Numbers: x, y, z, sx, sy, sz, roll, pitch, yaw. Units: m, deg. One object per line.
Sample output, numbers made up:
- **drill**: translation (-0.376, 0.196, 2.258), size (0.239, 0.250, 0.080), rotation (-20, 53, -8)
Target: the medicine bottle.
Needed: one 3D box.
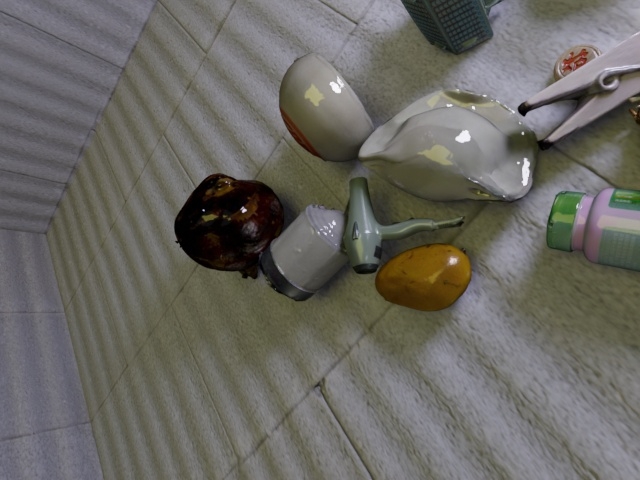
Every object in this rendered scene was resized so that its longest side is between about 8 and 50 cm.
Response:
- **medicine bottle**: translation (0.525, -0.013, 0.642), size (0.274, 0.133, 0.133), rotation (14, 91, 38)

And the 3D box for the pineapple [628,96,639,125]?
- **pineapple**: translation (0.591, -0.180, 0.611), size (0.186, 0.236, 0.114), rotation (40, 118, -5)

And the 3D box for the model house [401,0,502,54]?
- **model house**: translation (0.292, -0.570, 0.880), size (0.198, 0.224, 0.215), rotation (18, 89, 37)

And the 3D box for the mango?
- **mango**: translation (0.220, 0.086, 0.885), size (0.227, 0.109, 0.147), rotation (-20, 70, 36)

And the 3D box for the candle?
- **candle**: translation (0.000, 0.000, 1.032), size (0.330, 0.187, 0.187), rotation (-45, 57, 23)

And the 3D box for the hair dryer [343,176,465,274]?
- **hair dryer**: translation (0.157, -0.071, 0.909), size (0.267, 0.092, 0.229), rotation (-30, 63, 19)

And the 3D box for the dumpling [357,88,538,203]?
- **dumpling**: translation (0.271, -0.210, 0.867), size (0.341, 0.181, 0.260), rotation (12, 68, 50)

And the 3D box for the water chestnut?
- **water chestnut**: translation (-0.256, -0.028, 1.204), size (0.335, 0.347, 0.335), rotation (-18, 36, 14)

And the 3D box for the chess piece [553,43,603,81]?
- **chess piece**: translation (0.503, -0.337, 0.780), size (0.083, 0.038, 0.083), rotation (-10, 74, 38)

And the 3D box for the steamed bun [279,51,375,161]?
- **steamed bun**: translation (0.001, -0.315, 1.019), size (0.177, 0.283, 0.283), rotation (-39, 58, 8)

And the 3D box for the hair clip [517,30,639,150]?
- **hair clip**: translation (0.528, -0.295, 0.704), size (0.331, 0.085, 0.101), rotation (-33, 83, 21)
